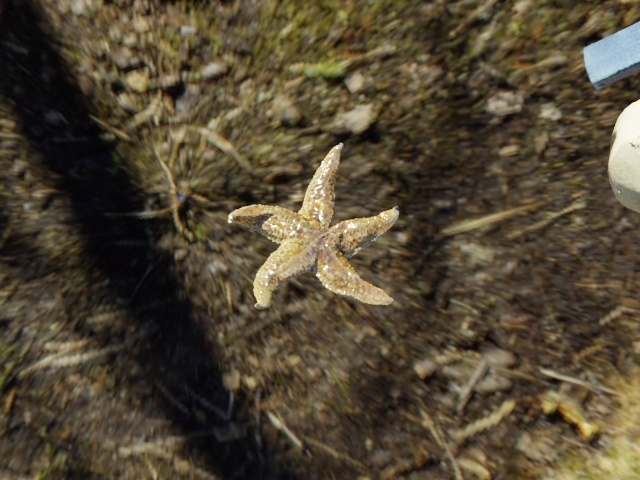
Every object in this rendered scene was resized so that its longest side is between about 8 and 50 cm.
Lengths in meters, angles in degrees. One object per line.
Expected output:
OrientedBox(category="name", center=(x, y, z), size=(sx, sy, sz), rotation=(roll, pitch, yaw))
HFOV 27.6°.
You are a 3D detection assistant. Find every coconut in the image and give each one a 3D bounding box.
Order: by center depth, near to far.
OrientedBox(category="coconut", center=(0.448, -0.104, 1.703), size=(0.147, 0.153, 0.147), rotation=(8, 127, 10))

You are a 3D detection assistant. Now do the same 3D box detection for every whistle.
OrientedBox(category="whistle", center=(0.372, -0.200, 1.403), size=(0.158, 0.090, 0.090), rotation=(-24, 95, 28))

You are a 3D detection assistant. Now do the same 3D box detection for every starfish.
OrientedBox(category="starfish", center=(0.000, 0.000, 1.681), size=(0.235, 0.062, 0.277), rotation=(26, 54, 1))
